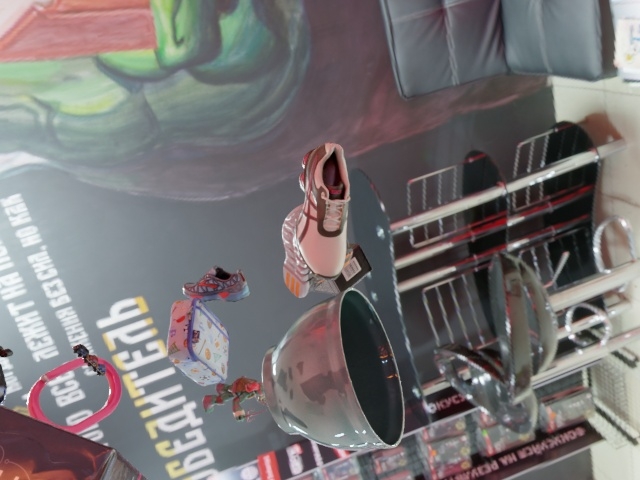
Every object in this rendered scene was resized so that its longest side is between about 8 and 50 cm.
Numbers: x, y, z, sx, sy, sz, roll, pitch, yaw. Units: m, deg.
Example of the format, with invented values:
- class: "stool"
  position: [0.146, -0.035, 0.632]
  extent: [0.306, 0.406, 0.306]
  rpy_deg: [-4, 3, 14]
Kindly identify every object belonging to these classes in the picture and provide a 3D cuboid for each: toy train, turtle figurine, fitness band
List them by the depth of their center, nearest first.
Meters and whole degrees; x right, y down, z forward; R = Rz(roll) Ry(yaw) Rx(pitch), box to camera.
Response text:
- class: "toy train"
  position: [-0.682, 0.356, 1.684]
  extent: [0.027, 0.036, 0.158]
  rpy_deg: [56, 170, 44]
- class: "turtle figurine"
  position: [-0.231, 0.469, 1.704]
  extent: [0.175, 0.234, 0.118]
  rpy_deg: [0, -98, -61]
- class: "fitness band"
  position: [-0.750, 0.478, 1.744]
  extent: [0.290, 0.054, 0.209]
  rpy_deg: [-25, -96, -56]

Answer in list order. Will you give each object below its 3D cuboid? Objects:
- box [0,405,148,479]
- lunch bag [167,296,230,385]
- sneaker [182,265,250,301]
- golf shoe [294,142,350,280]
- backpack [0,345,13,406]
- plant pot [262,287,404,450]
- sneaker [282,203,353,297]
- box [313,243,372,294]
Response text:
- class: "box"
  position: [-0.345, 0.337, 0.734]
  extent: [0.270, 0.165, 0.144]
  rpy_deg: [101, -172, -58]
- class: "lunch bag"
  position: [-0.409, 0.339, 1.925]
  extent: [0.303, 0.114, 0.243]
  rpy_deg: [65, -162, -49]
- class: "sneaker"
  position: [-0.377, 0.146, 2.024]
  extent: [0.104, 0.261, 0.125]
  rpy_deg: [-49, -47, -65]
- class: "golf shoe"
  position: [0.008, -0.057, 1.111]
  extent: [0.120, 0.105, 0.273]
  rpy_deg: [159, 108, -73]
- class: "backpack"
  position: [-0.865, 0.398, 1.319]
  extent: [0.263, 0.276, 0.213]
  rpy_deg: [-46, 60, 48]
- class: "plant pot"
  position: [0.014, 0.258, 1.066]
  extent: [0.293, 0.196, 0.293]
  rpy_deg: [53, -155, -39]
- class: "sneaker"
  position: [0.000, 0.000, 1.482]
  extent: [0.124, 0.180, 0.321]
  rpy_deg: [45, 146, 25]
- class: "box"
  position: [0.045, 0.093, 1.903]
  extent: [0.207, 0.153, 0.108]
  rpy_deg: [1, 125, 60]
